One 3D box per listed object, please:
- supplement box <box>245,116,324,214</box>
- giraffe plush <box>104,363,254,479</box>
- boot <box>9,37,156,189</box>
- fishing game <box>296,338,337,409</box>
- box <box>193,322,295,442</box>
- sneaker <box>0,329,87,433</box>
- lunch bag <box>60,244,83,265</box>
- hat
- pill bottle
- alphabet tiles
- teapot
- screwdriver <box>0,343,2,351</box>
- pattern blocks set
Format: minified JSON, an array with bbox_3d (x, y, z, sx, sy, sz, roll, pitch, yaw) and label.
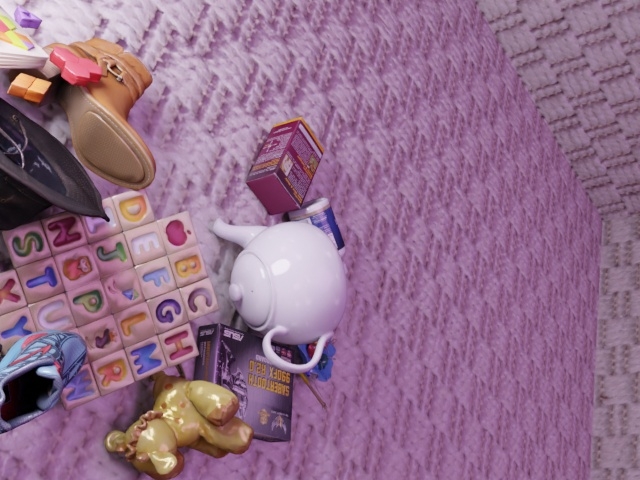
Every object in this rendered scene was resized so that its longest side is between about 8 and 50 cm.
[{"bbox_3d":[-0.072,-0.157,1.894,0.104,0.081,0.188,54,40,-32],"label":"supplement box"},{"bbox_3d":[-0.237,0.309,1.442,0.210,0.181,0.170,54,47,-18],"label":"giraffe plush"},{"bbox_3d":[-0.334,-0.215,1.451,0.283,0.109,0.220,37,31,4],"label":"boot"},{"bbox_3d":[-0.002,0.201,1.868,0.264,0.041,0.189,-79,148,-49],"label":"fishing game"},{"bbox_3d":[-0.140,0.270,1.680,0.231,0.056,0.183,29,56,-48],"label":"box"},{"bbox_3d":[-0.383,0.198,1.212,0.262,0.125,0.104,-40,121,-61],"label":"sneaker"},{"bbox_3d":[-0.381,0.009,1.398,0.065,0.067,0.098,52,42,-33],"label":"lunch bag"},{"bbox_3d":[-0.450,-0.096,1.236,0.331,0.134,0.331,44,3,-3],"label":"hat"},{"bbox_3d":[0.000,0.000,1.938,0.094,0.094,0.169,-36,110,-54],"label":"pill bottle"},{"bbox_3d":[-0.327,0.085,1.372,0.343,0.011,0.285,-21,100,-30],"label":"alphabet tiles"},{"bbox_3d":[-0.082,0.091,1.686,0.187,0.256,0.252,-9,106,-34],"label":"teapot"},{"bbox_3d":[-0.505,0.110,1.226,0.025,0.024,0.170,-53,127,-13],"label":"screwdriver"},{"bbox_3d":[-0.475,-0.289,1.243,0.285,0.026,0.325,38,24,5],"label":"pattern blocks set"}]
